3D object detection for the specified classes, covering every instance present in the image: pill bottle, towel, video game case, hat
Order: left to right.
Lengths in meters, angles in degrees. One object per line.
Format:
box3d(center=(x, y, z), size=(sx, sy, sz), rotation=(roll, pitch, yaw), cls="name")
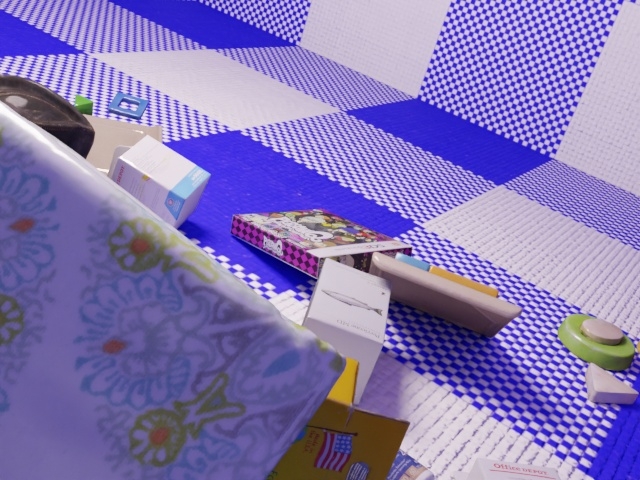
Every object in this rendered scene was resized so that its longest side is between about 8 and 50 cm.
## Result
box3d(center=(-0.424, -0.153, 1.136), size=(0.331, 0.134, 0.331), rotation=(37, 14, -11), cls="hat")
box3d(center=(-0.220, 0.109, 0.608), size=(0.374, 0.320, 0.090), rotation=(37, -4, 6), cls="towel")
box3d(center=(0.000, 0.000, 1.314), size=(0.210, 0.042, 0.232), rotation=(-5, 21, -41), cls="video game case")
box3d(center=(0.059, 0.248, 0.859), size=(0.120, 0.067, 0.067), rotation=(31, 28, 27), cls="pill bottle")

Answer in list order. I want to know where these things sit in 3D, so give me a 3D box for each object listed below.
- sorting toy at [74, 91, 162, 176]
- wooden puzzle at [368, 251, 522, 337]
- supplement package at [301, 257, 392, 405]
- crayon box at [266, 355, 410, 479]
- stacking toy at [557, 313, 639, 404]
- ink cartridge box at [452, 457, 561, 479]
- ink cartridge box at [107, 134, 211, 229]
box3d(center=(-0.383, -0.152, 1.397), size=(0.196, 0.047, 0.348), rotation=(5, 42, -15), cls="sorting toy")
box3d(center=(0.180, 0.079, 1.190), size=(0.221, 0.044, 0.239), rotation=(21, -11, 7), cls="wooden puzzle")
box3d(center=(0.028, 0.118, 1.063), size=(0.105, 0.105, 0.179), rotation=(20, 25, -1), cls="supplement package")
box3d(center=(-0.097, 0.179, 0.739), size=(0.318, 0.202, 0.081), rotation=(19, 24, -1), cls="crayon box")
box3d(center=(0.555, 0.175, 1.275), size=(0.279, 0.130, 0.309), rotation=(17, 24, -4), cls="stacking toy")
box3d(center=(0.222, 0.302, 0.864), size=(0.104, 0.060, 0.180), rotation=(11, 25, -14), cls="ink cartridge box")
box3d(center=(-0.270, -0.094, 1.269), size=(0.143, 0.092, 0.090), rotation=(33, 39, 1), cls="ink cartridge box")
